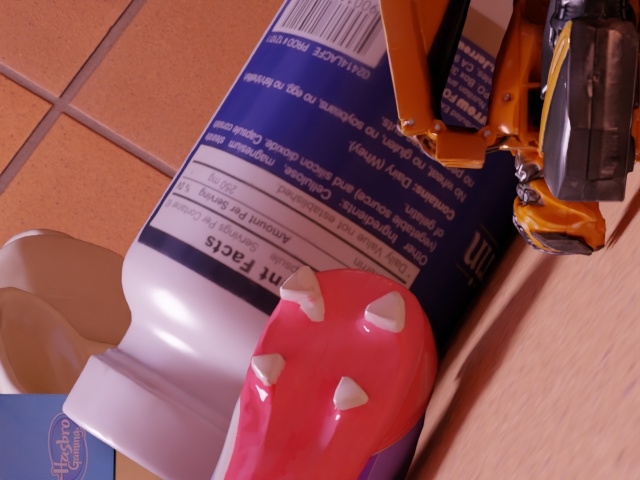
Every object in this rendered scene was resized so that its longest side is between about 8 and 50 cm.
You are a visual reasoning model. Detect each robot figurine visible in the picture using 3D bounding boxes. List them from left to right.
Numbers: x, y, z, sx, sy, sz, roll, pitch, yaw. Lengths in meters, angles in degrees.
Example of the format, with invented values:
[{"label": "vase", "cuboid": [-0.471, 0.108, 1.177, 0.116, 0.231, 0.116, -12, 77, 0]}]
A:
[{"label": "robot figurine", "cuboid": [0.064, -0.141, 0.474, 0.211, 0.085, 0.291, -10, -79, -84]}]

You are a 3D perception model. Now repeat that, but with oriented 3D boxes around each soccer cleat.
[{"label": "soccer cleat", "cuboid": [-0.023, 0.124, 0.565, 0.248, 0.083, 0.095, -63, -28, -21]}]

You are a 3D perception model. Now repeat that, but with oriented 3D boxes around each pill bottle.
[{"label": "pill bottle", "cuboid": [0.000, 0.000, 0.744, 0.265, 0.153, 0.153, -58, 0, -6]}]

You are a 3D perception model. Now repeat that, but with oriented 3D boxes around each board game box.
[{"label": "board game box", "cuboid": [-0.159, 0.237, 0.888, 0.316, 0.064, 0.242, 120, 150, -68]}]

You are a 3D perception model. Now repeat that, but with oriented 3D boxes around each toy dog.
[{"label": "toy dog", "cuboid": [-0.268, 0.221, 1.319, 0.284, 0.395, 0.408, 7, -62, -48]}]
